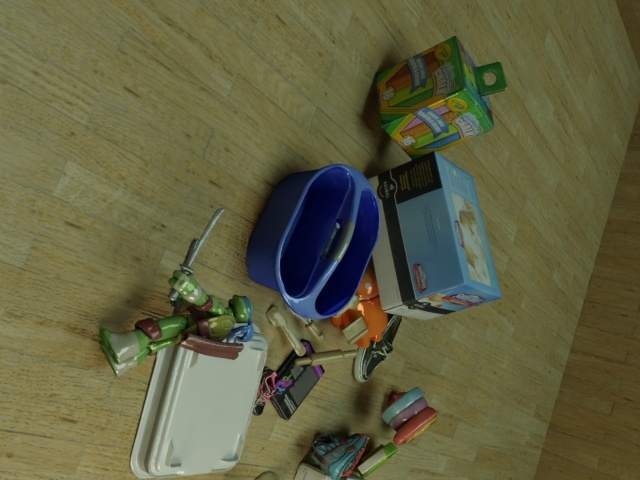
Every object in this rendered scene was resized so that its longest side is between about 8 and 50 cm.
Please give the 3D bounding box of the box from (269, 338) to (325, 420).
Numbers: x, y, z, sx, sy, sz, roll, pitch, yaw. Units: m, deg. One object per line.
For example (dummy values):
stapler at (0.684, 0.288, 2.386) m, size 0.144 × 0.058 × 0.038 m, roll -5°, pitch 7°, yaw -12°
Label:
box at (-0.061, 0.334, 1.606) m, size 0.162 × 0.029 × 0.116 m, roll -49°, pitch 132°, yaw -33°

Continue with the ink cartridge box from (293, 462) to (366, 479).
ink cartridge box at (0.015, 0.678, 1.734) m, size 0.219 × 0.092 × 0.160 m, roll 33°, pitch 73°, yaw -50°

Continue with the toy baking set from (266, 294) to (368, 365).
toy baking set at (-0.006, 0.202, 1.580) m, size 0.256 × 0.030 × 0.197 m, roll -9°, pitch 100°, yaw -23°

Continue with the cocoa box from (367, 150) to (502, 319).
cocoa box at (0.273, -0.003, 1.667) m, size 0.231 × 0.227 × 0.347 m, roll 19°, pitch 56°, yaw -51°

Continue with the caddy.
caddy at (0.000, 0.000, 1.443) m, size 0.241 × 0.179 × 0.342 m, roll 35°, pitch 71°, yaw -35°

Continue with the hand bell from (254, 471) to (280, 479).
hand bell at (-0.050, 0.634, 1.525) m, size 0.126 × 0.242 × 0.126 m, roll -15°, pitch 110°, yaw -47°

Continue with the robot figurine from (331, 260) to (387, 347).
robot figurine at (0.103, 0.159, 1.684) m, size 0.128 × 0.158 × 0.220 m, roll -93°, pitch 178°, yaw -69°

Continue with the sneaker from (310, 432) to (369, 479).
sneaker at (0.046, 0.532, 1.727) m, size 0.104 × 0.125 × 0.262 m, roll -61°, pitch 167°, yaw 1°

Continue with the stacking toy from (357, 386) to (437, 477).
stacking toy at (0.184, 0.519, 1.862) m, size 0.279 × 0.130 × 0.309 m, roll -36°, pitch 159°, yaw -8°

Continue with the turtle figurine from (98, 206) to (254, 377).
turtle figurine at (-0.271, 0.107, 1.193) m, size 0.266 × 0.197 × 0.275 m, roll -26°, pitch 109°, yaw -27°

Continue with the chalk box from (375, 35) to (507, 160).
chalk box at (0.305, -0.353, 1.632) m, size 0.179 × 0.288 × 0.180 m, roll 36°, pitch 42°, yaw -45°

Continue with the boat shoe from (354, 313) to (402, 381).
boat shoe at (0.160, 0.287, 1.830) m, size 0.078 × 0.070 × 0.219 m, roll 40°, pitch 68°, yaw -48°

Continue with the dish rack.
dish rack at (-0.226, 0.329, 1.372) m, size 0.285 × 0.072 × 0.333 m, roll 18°, pitch 86°, yaw -52°

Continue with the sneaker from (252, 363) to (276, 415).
sneaker at (-0.127, 0.341, 1.505) m, size 0.047 × 0.057 × 0.120 m, roll 5°, pitch 97°, yaw -53°
